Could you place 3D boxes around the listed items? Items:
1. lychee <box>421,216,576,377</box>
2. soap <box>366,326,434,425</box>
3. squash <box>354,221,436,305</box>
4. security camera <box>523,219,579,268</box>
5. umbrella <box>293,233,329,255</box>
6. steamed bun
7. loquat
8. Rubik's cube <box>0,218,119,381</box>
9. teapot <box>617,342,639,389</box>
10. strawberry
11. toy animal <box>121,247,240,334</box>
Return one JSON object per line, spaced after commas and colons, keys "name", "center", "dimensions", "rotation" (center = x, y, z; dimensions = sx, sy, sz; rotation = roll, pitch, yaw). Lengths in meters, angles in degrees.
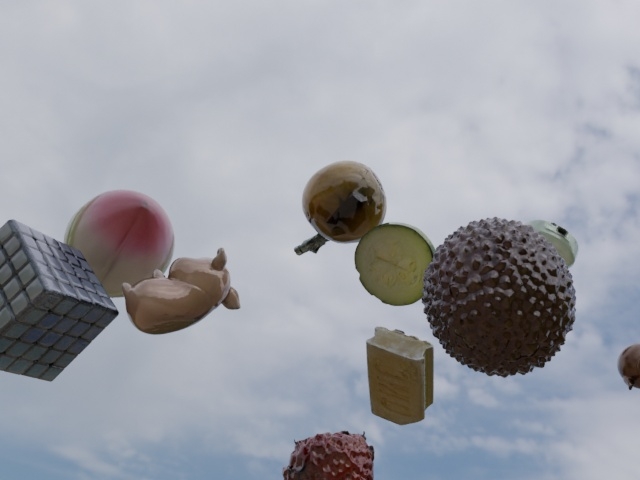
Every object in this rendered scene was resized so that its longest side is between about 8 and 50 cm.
{"name": "lychee", "center": [0.315, 0.098, 1.187], "dimensions": [0.275, 0.304, 0.276], "rotation": [19, -45, 20]}
{"name": "soap", "center": [0.178, 0.310, 1.490], "dimensions": [0.140, 0.073, 0.232], "rotation": [17, -49, 29]}
{"name": "squash", "center": [0.193, 0.060, 1.682], "dimensions": [0.219, 0.041, 0.219], "rotation": [7, -74, 27]}
{"name": "security camera", "center": [0.630, 0.079, 1.966], "dimensions": [0.194, 0.236, 0.194], "rotation": [31, -24, 15]}
{"name": "umbrella", "center": [0.000, 0.000, 2.001], "dimensions": [0.188, 0.050, 0.046], "rotation": [-28, -22, 28]}
{"name": "steamed bun", "center": [-0.528, -0.012, 1.801], "dimensions": [0.309, 0.309, 0.309], "rotation": [6, -42, 5]}
{"name": "loquat", "center": [0.069, -0.106, 1.827], "dimensions": [0.235, 0.235, 0.235], "rotation": [6, -42, 5]}
{"name": "Rubik's cube", "center": [-0.639, 0.135, 1.473], "dimensions": [0.237, 0.238, 0.237], "rotation": [-45, -31, 4]}
{"name": "teapot", "center": [0.778, 0.296, 1.582], "dimensions": [0.173, 0.116, 0.116], "rotation": [-37, -47, -11]}
{"name": "strawberry", "center": [0.004, 0.649, 1.785], "dimensions": [0.253, 0.280, 0.150], "rotation": [-10, -27, 26]}
{"name": "toy animal", "center": [-0.317, 0.122, 1.514], "dimensions": [0.250, 0.154, 0.166], "rotation": [-26, -32, -16]}
